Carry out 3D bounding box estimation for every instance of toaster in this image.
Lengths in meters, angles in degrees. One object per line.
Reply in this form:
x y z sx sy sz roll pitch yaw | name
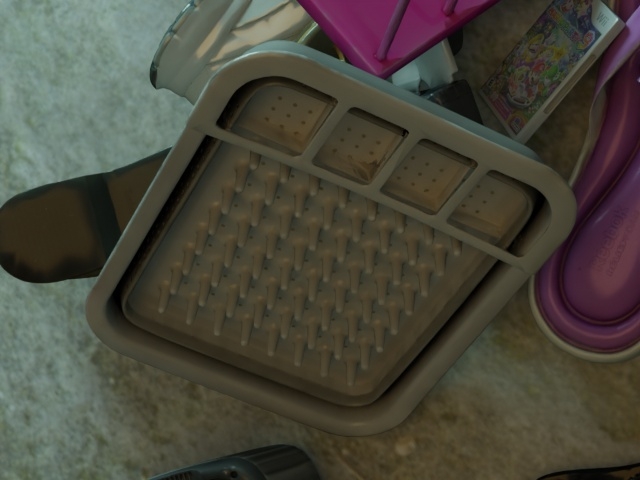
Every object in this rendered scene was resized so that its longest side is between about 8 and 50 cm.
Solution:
-0.083 0.243 1.208 0.227 0.146 0.129 -24 84 19 | toaster

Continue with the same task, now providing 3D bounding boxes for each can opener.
0.103 -0.104 1.163 0.074 0.093 0.280 -10 99 55 | can opener

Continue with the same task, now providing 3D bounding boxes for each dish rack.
0.000 0.000 1.117 0.285 0.072 0.333 22 130 -16 | dish rack

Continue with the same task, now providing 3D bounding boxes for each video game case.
0.179 -0.142 1.149 0.122 0.011 0.087 -51 32 18 | video game case

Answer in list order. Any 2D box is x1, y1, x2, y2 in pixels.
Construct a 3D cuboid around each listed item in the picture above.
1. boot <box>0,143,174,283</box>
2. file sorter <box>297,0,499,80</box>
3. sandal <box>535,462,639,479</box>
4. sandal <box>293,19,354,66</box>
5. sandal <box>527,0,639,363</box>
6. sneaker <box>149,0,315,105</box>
-0.117 -0.024 1.249 0.305 0.115 0.112 -8 87 0 | boot
0.099 -0.297 1.047 0.291 0.182 0.202 -36 78 -21 | file sorter
0.276 0.201 1.130 0.254 0.054 0.097 -21 83 18 | sandal
-0.010 -0.106 1.170 0.180 0.072 0.049 -52 39 -7 | sandal
0.272 -0.100 1.103 0.169 0.102 0.416 17 96 18 | sandal
-0.012 -0.216 1.216 0.129 0.111 0.297 38 103 -7 | sneaker
